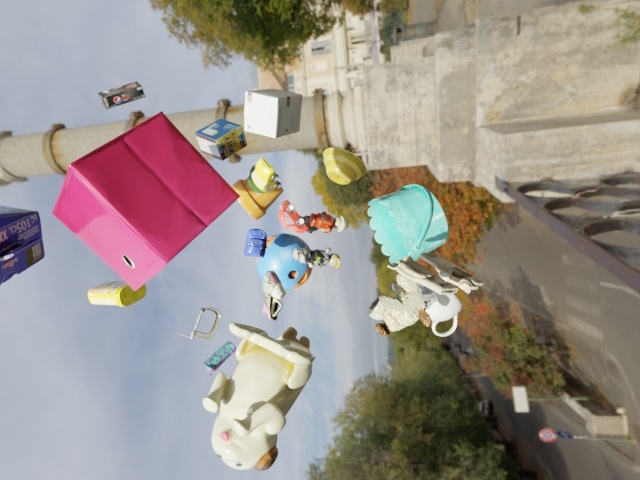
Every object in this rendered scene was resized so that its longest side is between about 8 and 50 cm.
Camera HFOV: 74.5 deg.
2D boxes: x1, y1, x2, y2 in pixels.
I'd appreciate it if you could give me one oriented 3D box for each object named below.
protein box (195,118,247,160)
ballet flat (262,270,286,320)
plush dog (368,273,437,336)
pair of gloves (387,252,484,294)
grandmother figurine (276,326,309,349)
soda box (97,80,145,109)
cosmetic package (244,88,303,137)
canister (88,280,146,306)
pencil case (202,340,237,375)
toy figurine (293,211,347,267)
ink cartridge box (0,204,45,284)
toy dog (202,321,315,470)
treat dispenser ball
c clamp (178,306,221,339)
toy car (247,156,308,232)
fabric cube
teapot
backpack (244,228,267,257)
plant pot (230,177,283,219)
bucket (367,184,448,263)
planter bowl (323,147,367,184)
[{"bbox_3d":[-0.580,-0.594,2.465,0.200,0.201,0.136,-41,-39,-31],"label":"protein box"},{"bbox_3d":[-0.168,0.208,1.544,0.077,0.079,0.222,-33,-37,-44],"label":"ballet flat"},{"bbox_3d":[0.318,0.272,1.637,0.262,0.210,0.225,-43,-13,-23],"label":"plush dog"},{"bbox_3d":[0.331,0.098,1.199,0.240,0.204,0.042,-3,-64,-42],"label":"pair of gloves"},{"bbox_3d":[-0.175,0.468,1.701,0.104,0.208,0.342,-42,-8,-47],"label":"grandmother figurine"},{"bbox_3d":[-0.828,-0.606,1.754,0.060,0.168,0.053,43,150,34],"label":"soda box"},{"bbox_3d":[-0.183,-0.499,1.640,0.183,0.151,0.151,-37,-40,-53],"label":"cosmetic package"},{"bbox_3d":[-0.768,0.197,1.587,0.126,0.169,0.074,-37,-59,-62],"label":"canister"},{"bbox_3d":[-0.427,0.500,1.797,0.151,0.070,0.065,-42,-38,-34],"label":"pencil case"},{"bbox_3d":[0.000,0.000,1.584,0.213,0.148,0.210,174,102,-66],"label":"toy figurine"},{"bbox_3d":[-0.879,0.016,1.002,0.270,0.395,0.151,-77,-3,-66],"label":"ink cartridge box"},{"bbox_3d":[-0.206,0.504,1.333,0.408,0.284,0.395,-67,-16,-9],"label":"toy dog"},{"bbox_3d":[-0.179,0.107,2.102,0.288,0.288,0.289,-5,-90,-80],"label":"treat dispenser ball"},{"bbox_3d":[-0.500,0.351,1.777,0.161,0.137,0.022,-64,13,-4],"label":"c clamp"},{"bbox_3d":[-0.138,-0.130,1.091,0.225,0.053,0.239,42,166,49],"label":"toy car"},{"bbox_3d":[-0.398,-0.082,0.968,0.258,0.254,0.259,48,-131,-13],"label":"fabric cube"},{"bbox_3d":[0.464,0.261,1.793,0.256,0.187,0.252,47,-176,36],"label":"teapot"},{"bbox_3d":[-0.276,0.010,1.823,0.101,0.097,0.120,-157,76,-76],"label":"backpack"},{"bbox_3d":[-0.284,-0.231,1.979,0.205,0.188,0.205,53,-176,-5],"label":"plant pot"},{"bbox_3d":[0.313,-0.058,1.518,0.281,0.183,0.281,61,167,24],"label":"bucket"},{"bbox_3d":[0.094,-0.318,1.912,0.090,0.217,0.217,-65,-20,-17],"label":"planter bowl"}]
